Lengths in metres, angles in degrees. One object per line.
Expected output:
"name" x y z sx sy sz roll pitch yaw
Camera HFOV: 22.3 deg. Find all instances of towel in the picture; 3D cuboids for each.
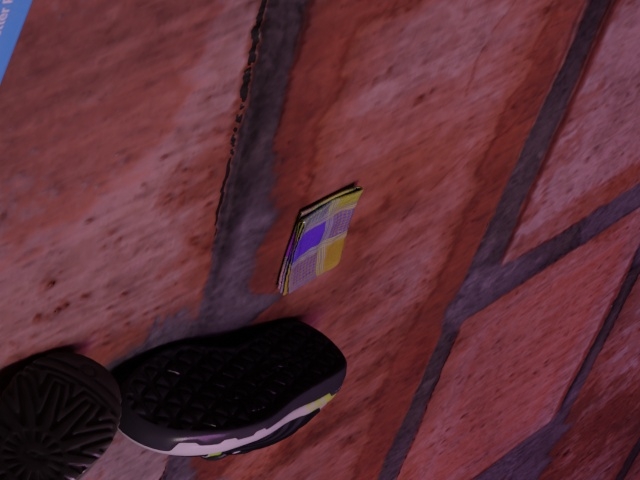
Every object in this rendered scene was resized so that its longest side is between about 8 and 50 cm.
"towel" 0.000 0.000 1.136 0.060 0.009 0.083 -27 150 -35

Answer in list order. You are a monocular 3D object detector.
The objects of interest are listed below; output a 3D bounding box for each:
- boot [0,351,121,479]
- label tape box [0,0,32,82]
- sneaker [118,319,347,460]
"boot" -0.209 0.185 0.998 0.208 0.076 0.189 -57 -177 46
"label tape box" -0.254 -0.072 0.490 0.348 0.115 0.249 -12 139 -48
"sneaker" -0.064 0.127 1.139 0.235 0.084 0.097 -9 138 -54
